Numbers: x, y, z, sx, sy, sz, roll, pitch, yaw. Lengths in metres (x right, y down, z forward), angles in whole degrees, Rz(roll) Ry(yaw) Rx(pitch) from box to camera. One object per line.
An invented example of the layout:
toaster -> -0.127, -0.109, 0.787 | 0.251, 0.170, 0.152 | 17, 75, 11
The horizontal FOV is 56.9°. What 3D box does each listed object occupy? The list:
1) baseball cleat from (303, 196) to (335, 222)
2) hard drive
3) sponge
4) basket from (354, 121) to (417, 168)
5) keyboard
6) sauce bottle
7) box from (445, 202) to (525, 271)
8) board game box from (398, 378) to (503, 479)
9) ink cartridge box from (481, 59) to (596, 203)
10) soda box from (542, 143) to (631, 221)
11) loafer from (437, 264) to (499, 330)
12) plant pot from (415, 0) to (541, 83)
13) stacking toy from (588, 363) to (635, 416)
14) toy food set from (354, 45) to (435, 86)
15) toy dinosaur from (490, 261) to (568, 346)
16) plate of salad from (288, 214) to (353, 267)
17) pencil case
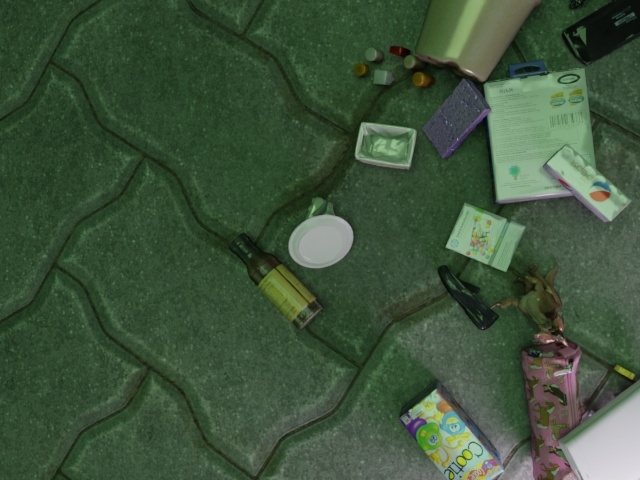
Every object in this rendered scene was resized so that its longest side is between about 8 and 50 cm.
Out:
baseball cleat -> -0.014, -0.027, 1.810 | 0.109, 0.072, 0.206 | 21, 100, 1
hard drive -> 0.780, 0.519, 1.527 | 0.307, 0.040, 0.203 | -30, 97, -13
sponge -> 0.382, -0.343, 1.676 | 0.117, 0.031, 0.210 | 62, 141, 20
basket -> 0.197, -0.277, 1.753 | 0.167, 0.103, 0.113 | 11, 91, 12
keyboard -> 0.832, -0.652, 1.661 | 0.317, 0.033, 0.202 | -29, 89, 9
sauce bottle -> -0.142, 0.117, 1.816 | 0.111, 0.111, 0.344 | -45, 79, 8
box -> 0.478, -0.010, 1.718 | 0.186, 0.038, 0.145 | 24, 93, 13
board game box -> 0.367, 0.557, 1.674 | 0.142, 0.144, 0.275 | -41, 80, 9
ink cartridge box -> 0.598, -0.312, 1.641 | 0.270, 0.151, 0.396 | -6, 89, 12
soda box -> 0.679, -0.146, 1.513 | 0.216, 0.069, 0.074 | 45, 98, 9
loafer -> 0.426, 0.156, 1.710 | 0.078, 0.076, 0.223 | -39, 86, 4
plant pot -> 0.419, -0.613, 1.623 | 0.333, 0.334, 0.305 | 26, 104, 12
stacking toy -> 0.871, 0.464, 1.614 | 0.221, 0.052, 0.167 | 30, 95, 11
toy food set -> 0.227, -0.521, 1.773 | 0.232, 0.104, 0.111 | 14, 106, 30
toy dinosaur -> 0.606, 0.179, 1.602 | 0.200, 0.295, 0.127 | 44, 132, 15
plate of salad -> 0.000, 0.000, 1.771 | 0.200, 0.200, 0.048 | -32, 39, 10
pencil case -> 0.641, 0.472, 1.602 | 0.160, 0.167, 0.386 | -5, 90, 30
